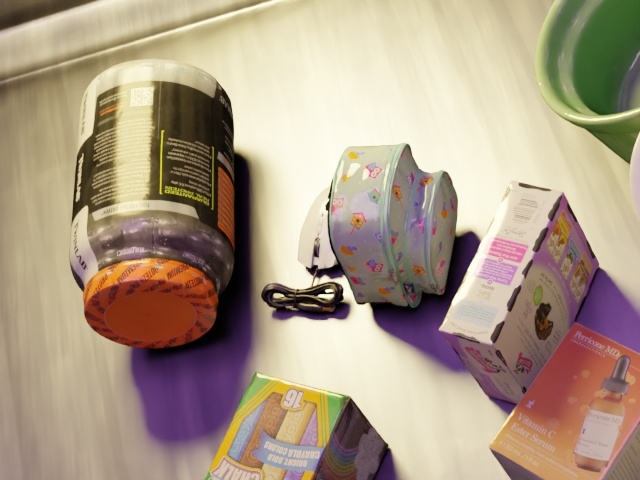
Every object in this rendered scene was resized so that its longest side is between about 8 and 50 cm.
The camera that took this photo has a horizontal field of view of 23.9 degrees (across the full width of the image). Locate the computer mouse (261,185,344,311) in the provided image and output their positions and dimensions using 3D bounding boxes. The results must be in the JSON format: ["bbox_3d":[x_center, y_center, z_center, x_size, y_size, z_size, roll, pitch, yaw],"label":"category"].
[{"bbox_3d":[0.000,0.000,1.900,0.106,0.042,0.193,4,61,29],"label":"computer mouse"}]

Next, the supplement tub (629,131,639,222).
[{"bbox_3d":[0.451,-0.029,1.487,0.235,0.325,0.236,-8,73,29],"label":"supplement tub"}]

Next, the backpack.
[{"bbox_3d":[0.083,-0.024,1.781,0.144,0.188,0.166,-1,58,26],"label":"backpack"}]

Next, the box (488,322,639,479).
[{"bbox_3d":[0.285,0.197,1.599,0.130,0.091,0.170,26,74,36],"label":"box"}]

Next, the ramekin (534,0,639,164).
[{"bbox_3d":[0.410,-0.222,1.728,0.303,0.148,0.303,-30,41,29],"label":"ramekin"}]

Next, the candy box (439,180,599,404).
[{"bbox_3d":[0.224,0.062,1.670,0.070,0.165,0.196,14,66,33],"label":"candy box"}]

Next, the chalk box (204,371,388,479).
[{"bbox_3d":[-0.039,0.278,1.679,0.132,0.132,0.213,13,64,32],"label":"chalk box"}]

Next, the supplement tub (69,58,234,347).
[{"bbox_3d":[-0.212,-0.047,1.930,0.207,0.207,0.338,-14,53,17],"label":"supplement tub"}]
